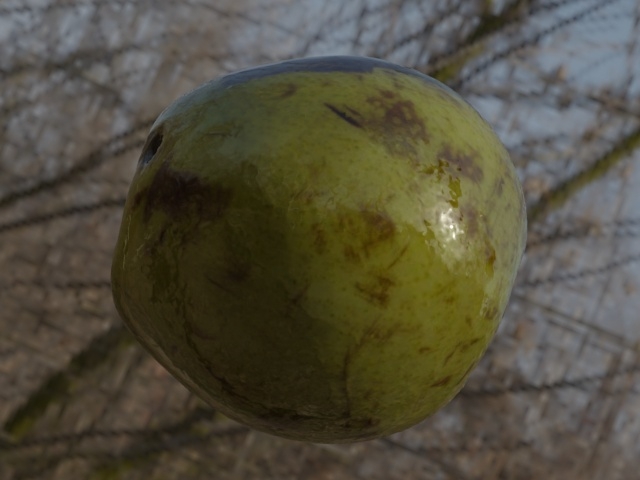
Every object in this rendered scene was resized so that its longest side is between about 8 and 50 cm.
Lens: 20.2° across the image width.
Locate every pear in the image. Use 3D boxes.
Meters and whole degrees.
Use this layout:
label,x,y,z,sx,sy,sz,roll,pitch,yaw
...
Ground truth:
label,x,y,z,sx,sy,sz,roll,pitch,yaw
pear,0.000,0.000,1.200,0.283,0.283,0.283,23,-9,4
